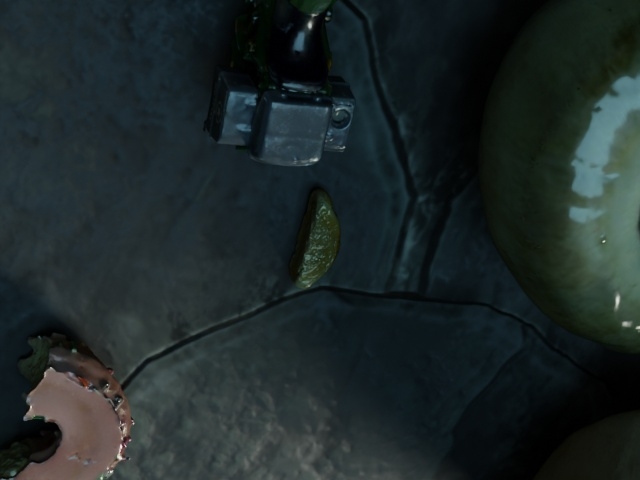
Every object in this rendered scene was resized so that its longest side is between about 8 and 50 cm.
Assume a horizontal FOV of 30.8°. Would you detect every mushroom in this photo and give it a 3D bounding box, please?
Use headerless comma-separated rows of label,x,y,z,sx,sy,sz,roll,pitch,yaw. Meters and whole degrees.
mushroom,0.293,-0.062,0.910,0.352,0.260,0.352,-8,124,-12

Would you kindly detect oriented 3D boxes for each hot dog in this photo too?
hot dog,0.000,0.000,0.989,0.034,0.030,0.090,8,114,-21

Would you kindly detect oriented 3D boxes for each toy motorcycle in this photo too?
toy motorcycle,-0.010,-0.173,0.809,0.125,0.187,0.274,2,117,-18

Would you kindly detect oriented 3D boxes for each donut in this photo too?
donut,-0.217,0.160,0.989,0.117,0.065,0.166,23,109,-23

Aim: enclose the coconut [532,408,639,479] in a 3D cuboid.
coconut,0.355,0.331,1.076,0.345,0.415,0.415,24,110,2
